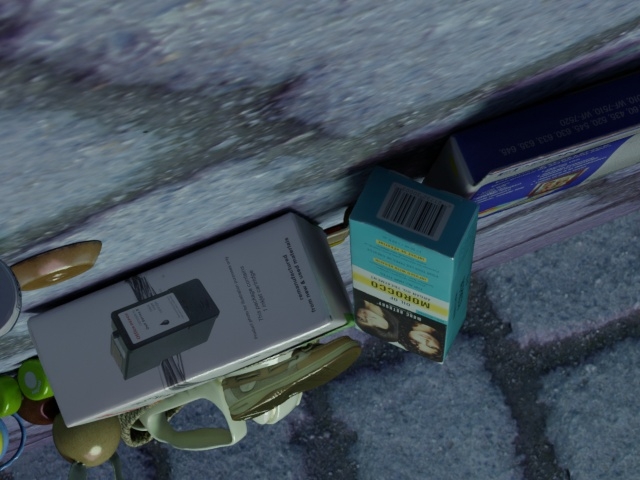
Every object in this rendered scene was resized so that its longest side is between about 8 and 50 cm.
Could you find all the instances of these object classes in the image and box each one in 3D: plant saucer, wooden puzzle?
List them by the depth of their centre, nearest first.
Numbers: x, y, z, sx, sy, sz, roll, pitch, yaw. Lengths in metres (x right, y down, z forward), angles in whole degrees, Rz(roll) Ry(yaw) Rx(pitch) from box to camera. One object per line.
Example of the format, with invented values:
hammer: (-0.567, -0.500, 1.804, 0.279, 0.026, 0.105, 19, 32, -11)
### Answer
plant saucer: (-0.206, 0.022, 1.055, 0.083, 0.015, 0.083, -20, 174, -2)
wooden puzzle: (0.000, 0.000, 1.505, 0.079, 0.014, 0.116, -24, 174, -11)

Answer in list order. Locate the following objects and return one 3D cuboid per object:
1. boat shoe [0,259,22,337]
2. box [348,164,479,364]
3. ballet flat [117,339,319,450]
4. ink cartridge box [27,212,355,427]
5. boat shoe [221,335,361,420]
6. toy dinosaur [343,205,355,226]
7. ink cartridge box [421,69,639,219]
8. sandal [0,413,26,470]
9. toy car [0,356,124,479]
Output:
boat shoe: (-0.317, 0.085, 0.893, 0.258, 0.095, 0.084, -18, 169, -11)
box: (0.084, 0.028, 1.259, 0.244, 0.101, 0.060, 84, 31, -63)
ballet flat: (-0.126, 0.175, 1.794, 0.164, 0.182, 0.483, -12, 169, -45)
ink cartridge box: (-0.118, 0.079, 1.335, 0.273, 0.114, 0.198, -22, 174, 7)
boat shoe: (-0.031, 0.128, 1.351, 0.153, 0.048, 0.056, -32, 158, 22)
toy dinosaur: (0.070, -0.005, 1.389, 0.064, 0.112, 0.211, -41, -143, -4)
ink cartridge box: (0.254, -0.103, 1.225, 0.304, 0.072, 0.307, -18, 171, -6)
sandal: (-0.554, 0.330, 2.040, 0.317, 0.126, 0.138, -23, 177, 30)
toy car: (-0.307, 0.236, 1.710, 0.149, 0.188, 0.155, -25, 171, 35)
